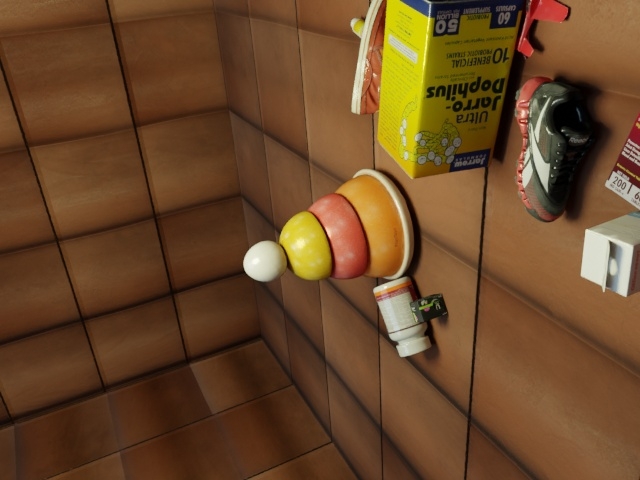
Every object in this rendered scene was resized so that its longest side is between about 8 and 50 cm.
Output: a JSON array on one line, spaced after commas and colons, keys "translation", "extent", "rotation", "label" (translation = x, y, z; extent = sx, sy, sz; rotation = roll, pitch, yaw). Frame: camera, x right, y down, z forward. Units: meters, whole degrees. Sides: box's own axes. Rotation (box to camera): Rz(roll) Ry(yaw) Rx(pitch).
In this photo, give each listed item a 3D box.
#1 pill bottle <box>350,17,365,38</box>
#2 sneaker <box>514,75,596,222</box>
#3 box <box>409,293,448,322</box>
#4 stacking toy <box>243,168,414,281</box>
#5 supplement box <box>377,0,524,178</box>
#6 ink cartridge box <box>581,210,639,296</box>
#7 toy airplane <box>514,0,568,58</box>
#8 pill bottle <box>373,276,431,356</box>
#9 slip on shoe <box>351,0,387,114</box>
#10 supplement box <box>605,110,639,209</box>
[{"translation": [0.116, -0.585, 1.578], "extent": [0.083, 0.044, 0.043], "rotation": [55, 152, 38], "label": "pill bottle"}, {"translation": [0.429, -0.158, 1.041], "extent": [0.135, 0.098, 0.275], "rotation": [-149, 49, -63], "label": "sneaker"}, {"translation": [0.305, 0.191, 1.614], "extent": [0.052, 0.083, 0.062], "rotation": [-26, 81, 68], "label": "box"}, {"translation": [0.000, 0.000, 1.682], "extent": [0.350, 0.481, 0.350], "rotation": [48, 147, 48], "label": "stacking toy"}, {"translation": [0.252, -0.337, 1.184], "extent": [0.195, 0.194, 0.356], "rotation": [-118, 22, -50], "label": "supplement box"}, {"translation": [0.501, 0.021, 0.930], "extent": [0.090, 0.143, 0.092], "rotation": [36, 137, 57], "label": "ink cartridge box"}, {"translation": [0.387, -0.411, 1.060], "extent": [0.151, 0.028, 0.151], "rotation": [165, 90, -70], "label": "toy airplane"}, {"translation": [0.250, 0.229, 1.724], "extent": [0.221, 0.121, 0.121], "rotation": [70, 158, 7], "label": "pill bottle"}, {"translation": [0.152, -0.492, 1.499], "extent": [0.123, 0.102, 0.330], "rotation": [-70, -12, -66], "label": "slip on shoe"}, {"translation": [0.532, -0.149, 0.833], "extent": [0.130, 0.073, 0.239], "rotation": [54, 150, 42], "label": "supplement box"}]
